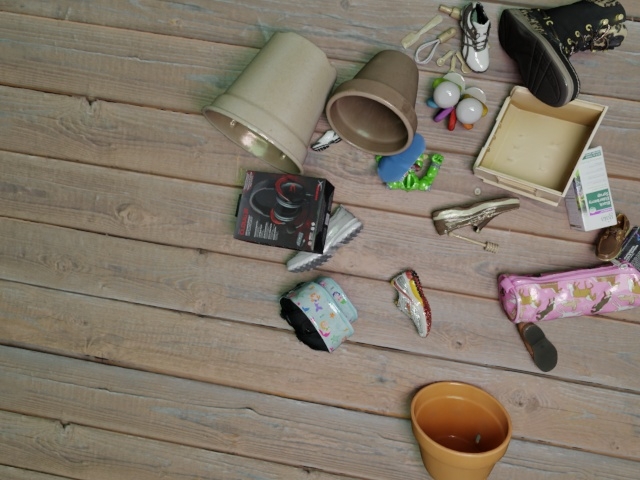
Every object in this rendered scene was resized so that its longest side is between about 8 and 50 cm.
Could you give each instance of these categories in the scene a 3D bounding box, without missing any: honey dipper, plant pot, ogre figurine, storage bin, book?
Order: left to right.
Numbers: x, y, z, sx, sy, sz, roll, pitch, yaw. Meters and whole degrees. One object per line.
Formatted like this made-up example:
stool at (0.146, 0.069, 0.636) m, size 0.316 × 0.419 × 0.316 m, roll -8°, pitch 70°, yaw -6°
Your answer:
plant pot at (-0.118, -0.405, 1.214) m, size 0.333 × 0.334 × 0.306 m, roll 30°, pitch 87°, yaw 0°
plant pot at (0.178, -0.413, 1.214) m, size 0.262 × 0.263 × 0.230 m, roll 26°, pitch 73°, yaw 1°
ogre figurine at (0.271, -0.211, 1.300) m, size 0.196 × 0.097 × 0.118 m, roll 6°, pitch 85°, yaw -8°
plant pot at (0.419, 0.612, 1.296) m, size 0.290 × 0.291 × 0.204 m, roll 0°, pitch 112°, yaw 4°
honey dipper at (0.484, 0.004, 1.340) m, size 0.160 × 0.030 × 0.031 m, roll 17°, pitch 97°, yaw 4°
book at (0.633, -0.234, 1.304) m, size 0.144 × 0.035 × 0.097 m, roll 13°, pitch 93°, yaw 2°
storage bin at (0.611, -0.272, 1.205) m, size 0.260 × 0.123 × 0.263 m, roll 26°, pitch 91°, yaw 26°

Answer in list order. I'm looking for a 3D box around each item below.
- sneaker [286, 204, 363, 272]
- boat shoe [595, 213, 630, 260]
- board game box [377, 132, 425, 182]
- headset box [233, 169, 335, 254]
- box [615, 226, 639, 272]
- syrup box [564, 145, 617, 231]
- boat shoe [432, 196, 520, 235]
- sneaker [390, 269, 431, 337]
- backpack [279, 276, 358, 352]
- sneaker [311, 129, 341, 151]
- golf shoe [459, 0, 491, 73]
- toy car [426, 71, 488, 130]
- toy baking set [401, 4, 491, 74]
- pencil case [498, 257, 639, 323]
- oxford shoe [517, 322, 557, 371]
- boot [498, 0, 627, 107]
sneaker at (0.000, 0.000, 1.353) m, size 0.281 × 0.105 × 0.115 m, roll -36°, pitch 69°, yaw 5°
boat shoe at (0.871, -0.011, 1.259) m, size 0.178 × 0.064 × 0.060 m, roll -45°, pitch 127°, yaw -25°
board game box at (0.244, -0.239, 1.247) m, size 0.033 × 0.133 × 0.169 m, roll 32°, pitch 103°, yaw -36°
headset box at (-0.123, -0.087, 1.286) m, size 0.292 × 0.110 × 0.218 m, roll 9°, pitch 85°, yaw 18°
box at (1.013, 0.048, 1.309) m, size 0.162 × 0.029 × 0.116 m, roll 33°, pitch 96°, yaw -1°
syrup box at (0.798, -0.152, 1.269) m, size 0.093 × 0.096 × 0.237 m, roll -14°, pitch 94°, yaw 7°
boat shoe at (0.482, -0.069, 1.303) m, size 0.257 × 0.095 × 0.095 m, roll -11°, pitch 92°, yaw 17°
sneaker at (0.295, 0.207, 1.356) m, size 0.092 × 0.088 × 0.226 m, roll -18°, pitch 95°, yaw 26°
backpack at (-0.003, 0.225, 1.285) m, size 0.191 × 0.253 × 0.225 m, roll -35°, pitch 92°, yaw -13°
sneaker at (0.019, -0.320, 1.337) m, size 0.109 × 0.040 × 0.044 m, roll -25°, pitch 77°, yaw 2°
golf shoe at (0.454, -0.588, 1.225) m, size 0.077 × 0.094 × 0.198 m, roll -19°, pitch 105°, yaw 4°
toy car at (0.398, -0.402, 1.260) m, size 0.182 × 0.159 × 0.136 m, roll 35°, pitch 133°, yaw -1°
toy baking set at (0.388, -0.610, 1.281) m, size 0.256 × 0.030 × 0.197 m, roll 26°, pitch 97°, yaw 1°
pencil case at (0.742, 0.153, 1.273) m, size 0.385 × 0.160 × 0.167 m, roll -10°, pitch 91°, yaw 6°
oxford shoe at (0.690, 0.330, 1.344) m, size 0.076 × 0.076 × 0.212 m, roll -31°, pitch 109°, yaw 4°
boot at (0.691, -0.535, 1.155) m, size 0.283 × 0.138 × 0.378 m, roll -12°, pitch 54°, yaw 0°
